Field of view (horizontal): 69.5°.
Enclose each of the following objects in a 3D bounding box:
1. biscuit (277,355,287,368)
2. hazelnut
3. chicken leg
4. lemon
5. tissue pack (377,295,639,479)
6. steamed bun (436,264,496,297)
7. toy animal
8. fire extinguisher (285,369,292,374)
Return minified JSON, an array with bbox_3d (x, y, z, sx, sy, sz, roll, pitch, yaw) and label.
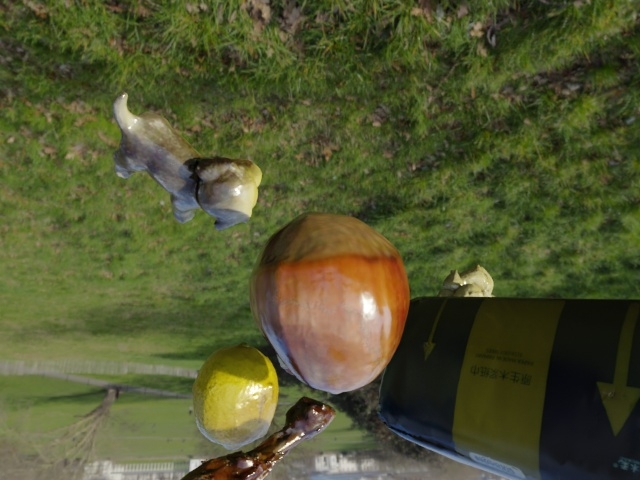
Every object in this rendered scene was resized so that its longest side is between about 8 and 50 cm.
[{"bbox_3d":[-0.065,0.145,0.848,0.056,0.187,0.052,-8,-165,25],"label":"biscuit"},{"bbox_3d":[0.011,0.069,0.523,0.177,0.214,0.214,-7,151,0],"label":"hazelnut"},{"bbox_3d":[-0.098,0.326,0.663,0.305,0.093,0.113,-28,135,-37],"label":"chicken leg"},{"bbox_3d":[-0.225,0.414,1.232,0.234,0.287,0.233,3,180,0],"label":"lemon"},{"bbox_3d":[0.330,0.224,0.667,0.264,0.253,0.417,29,158,-31],"label":"tissue pack"},{"bbox_3d":[0.330,0.148,0.981,0.106,0.192,0.177,3,127,38],"label":"steamed bun"},{"bbox_3d":[-0.198,-0.107,0.688,0.233,0.121,0.169,36,162,-10],"label":"toy animal"},{"bbox_3d":[-0.050,0.347,1.697,0.135,0.337,0.114,39,114,-12],"label":"fire extinguisher"}]
